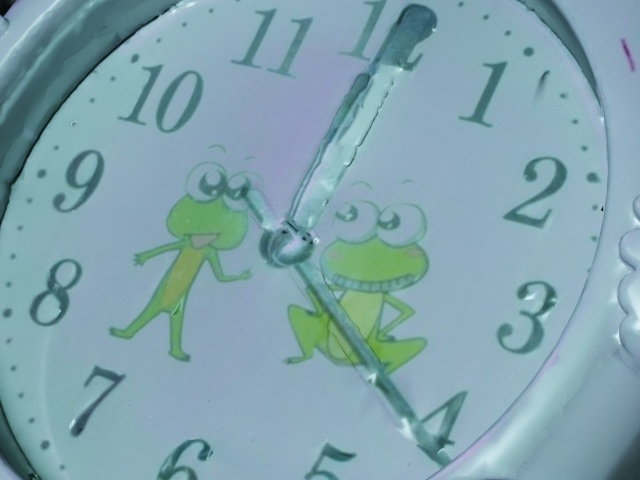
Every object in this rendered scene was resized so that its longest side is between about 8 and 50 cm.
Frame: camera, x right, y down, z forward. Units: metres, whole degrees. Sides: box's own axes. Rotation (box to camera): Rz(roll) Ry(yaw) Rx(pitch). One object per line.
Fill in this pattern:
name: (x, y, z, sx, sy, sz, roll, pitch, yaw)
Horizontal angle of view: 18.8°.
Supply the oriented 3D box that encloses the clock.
clock: (0.000, 0.000, 0.584, 0.295, 0.113, 0.322, 17, 71, 27)
